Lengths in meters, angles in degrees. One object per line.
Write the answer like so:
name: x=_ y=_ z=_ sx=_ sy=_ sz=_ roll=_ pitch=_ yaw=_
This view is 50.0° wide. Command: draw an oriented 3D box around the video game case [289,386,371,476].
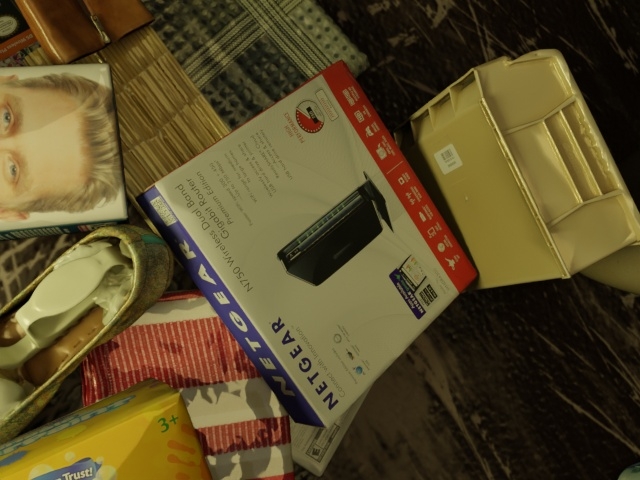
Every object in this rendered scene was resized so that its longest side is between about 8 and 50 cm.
video game case: x=-0.025 y=0.168 z=0.886 sx=0.183 sy=0.023 sz=0.201 roll=35 pitch=74 yaw=-10

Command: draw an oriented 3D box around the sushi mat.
sushi mat: x=-0.202 y=-0.134 z=0.838 sx=0.151 sy=0.019 sz=0.316 roll=-38 pitch=96 yaw=-16

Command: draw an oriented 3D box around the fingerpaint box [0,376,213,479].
fingerpaint box: x=-0.283 y=0.388 z=0.621 sx=0.444 sy=0.163 sz=0.371 roll=-20 pitch=94 yaw=-25

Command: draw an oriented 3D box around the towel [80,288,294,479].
towel: x=-0.152 y=0.222 z=0.810 sx=0.237 sy=0.037 sz=0.329 roll=-5 pitch=86 yaw=-14

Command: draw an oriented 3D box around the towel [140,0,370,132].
towel: x=-0.142 y=-0.260 z=0.909 sx=0.312 sy=0.056 sz=0.324 roll=-45 pitch=98 yaw=-16

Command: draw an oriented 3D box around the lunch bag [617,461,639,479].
lunch bag: x=0.553 y=0.398 z=1.001 sx=0.219 sy=0.090 sz=0.176 roll=-11 pitch=88 yaw=-18

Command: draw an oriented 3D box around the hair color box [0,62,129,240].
hair color box: x=-0.388 y=-0.083 z=0.720 sx=0.347 sy=0.105 sz=0.174 roll=-7 pitch=87 yaw=-16

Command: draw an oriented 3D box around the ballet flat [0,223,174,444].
ballet flat: x=-0.306 y=0.107 z=0.718 sx=0.348 sy=0.123 sz=0.123 roll=-41 pitch=95 yaw=-5

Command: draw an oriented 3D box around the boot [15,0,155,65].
boot: x=-0.276 y=-0.368 z=0.770 sx=0.280 sy=0.096 sz=0.264 roll=54 pitch=49 yaw=-19

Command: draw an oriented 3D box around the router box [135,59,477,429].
router box: x=0.000 y=0.000 z=0.837 sx=0.301 sy=0.082 sz=0.335 roll=-40 pitch=103 yaw=-29

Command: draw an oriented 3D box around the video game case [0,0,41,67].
video game case: x=-0.435 y=-0.164 z=0.800 sx=0.275 sy=0.035 sz=0.248 roll=-38 pitch=94 yaw=-20

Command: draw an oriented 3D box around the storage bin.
storage bin: x=0.232 y=-0.076 z=0.881 sx=0.123 sy=0.262 sz=0.260 roll=-25 pitch=90 yaw=-17

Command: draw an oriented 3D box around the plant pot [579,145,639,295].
plant pot: x=0.469 y=-0.022 z=0.940 sx=0.256 sy=0.274 sz=0.257 roll=3 pitch=80 yaw=-17
